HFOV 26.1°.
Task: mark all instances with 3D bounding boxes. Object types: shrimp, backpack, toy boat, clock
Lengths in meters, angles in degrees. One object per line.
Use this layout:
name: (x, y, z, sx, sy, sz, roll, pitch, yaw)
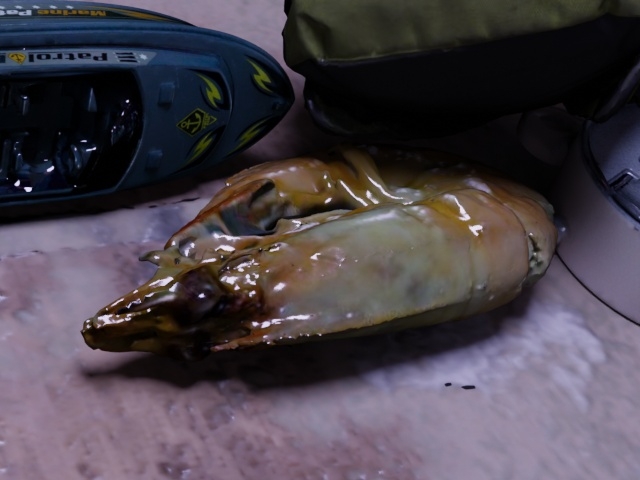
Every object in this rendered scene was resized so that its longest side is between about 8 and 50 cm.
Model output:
shrimp: (0.000, 0.001, 0.645, 0.267, 0.061, 0.145, -23, 47, -38)
backpack: (0.097, -0.122, 0.716, 0.207, 0.140, 0.253, -5, 0, 22)
toy boat: (-0.118, -0.059, 0.634, 0.246, 0.093, 0.103, -7, 38, -32)
clock: (0.201, -0.014, 0.752, 0.156, 0.063, 0.229, -23, 54, -43)
